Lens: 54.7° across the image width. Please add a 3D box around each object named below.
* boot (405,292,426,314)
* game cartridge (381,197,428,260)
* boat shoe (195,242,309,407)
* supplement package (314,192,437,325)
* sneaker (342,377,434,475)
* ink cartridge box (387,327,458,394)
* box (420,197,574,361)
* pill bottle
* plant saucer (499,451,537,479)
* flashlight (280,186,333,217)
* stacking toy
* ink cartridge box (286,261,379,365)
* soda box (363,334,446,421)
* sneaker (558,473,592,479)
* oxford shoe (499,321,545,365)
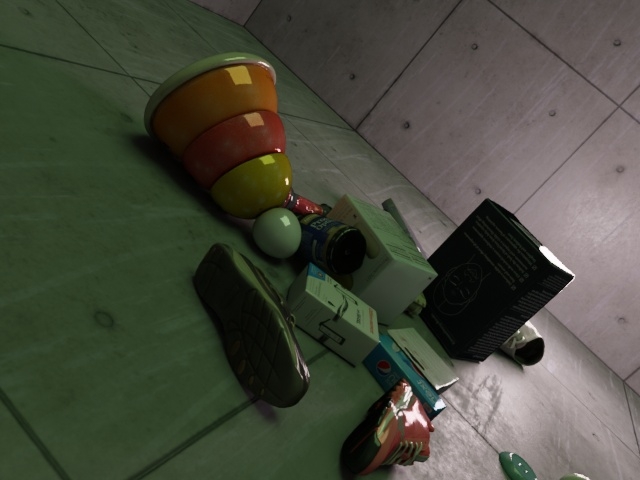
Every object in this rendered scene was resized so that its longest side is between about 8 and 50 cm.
[{"bbox_3d":[0.238,0.170,1.776,0.165,0.077,0.213,44,30,-29],"label":"boot"},{"bbox_3d":[0.321,0.012,2.223,0.230,0.068,0.355,48,13,-29],"label":"game cartridge"},{"bbox_3d":[-0.101,0.140,1.110,0.130,0.132,0.355,19,29,-47],"label":"boat shoe"},{"bbox_3d":[0.126,0.051,1.635,0.198,0.199,0.263,20,28,-45],"label":"supplement package"},{"bbox_3d":[0.146,0.356,1.128,0.136,0.116,0.314,46,19,10],"label":"sneaker"},{"bbox_3d":[0.237,0.296,1.505,0.181,0.056,0.224,49,16,21],"label":"ink cartridge box"},{"bbox_3d":[0.498,0.128,1.879,0.212,0.395,0.294,20,28,-48],"label":"box"},{"bbox_3d":[0.000,0.000,1.543,0.122,0.123,0.219,21,1,-44],"label":"pill bottle"},{"bbox_3d":[0.480,0.551,1.480,0.119,0.021,0.119,36,20,-15],"label":"plant saucer"},{"bbox_3d":[-0.051,-0.097,1.787,0.304,0.103,0.103,24,51,-43],"label":"flashlight"},{"bbox_3d":[-0.185,-0.174,1.499,0.350,0.350,0.480,-2,63,-64],"label":"stacking toy"},{"bbox_3d":[0.027,0.162,1.375,0.203,0.086,0.148,36,19,-12],"label":"ink cartridge box"},{"bbox_3d":[0.178,0.308,1.370,0.210,0.067,0.071,51,21,26],"label":"soda box"},{"bbox_3d":[0.682,0.676,1.457,0.350,0.131,0.148,48,12,3],"label":"sneaker"},{"bbox_3d":[0.632,0.299,2.131,0.449,0.169,0.130,36,20,-28],"label":"oxford shoe"}]
